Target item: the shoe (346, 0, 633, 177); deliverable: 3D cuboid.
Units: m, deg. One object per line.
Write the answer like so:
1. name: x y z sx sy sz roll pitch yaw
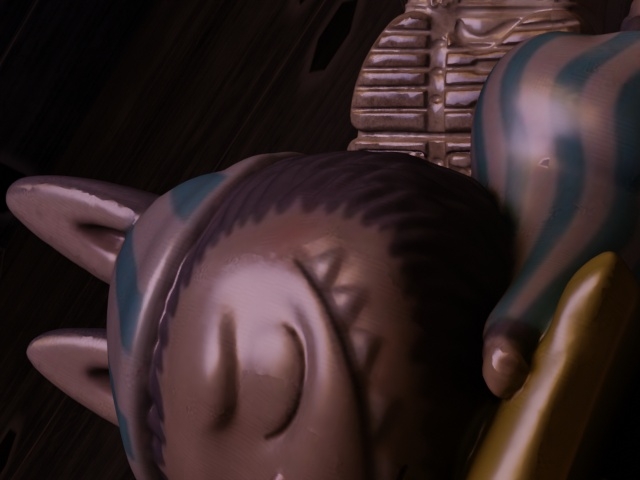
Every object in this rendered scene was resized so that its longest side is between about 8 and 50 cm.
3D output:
1. shoe: 0.145 -0.132 1.175 0.198 0.172 0.351 -13 -66 -60

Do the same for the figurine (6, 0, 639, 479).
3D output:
1. figurine: 0.000 0.000 0.954 0.266 0.377 0.361 83 -149 -63

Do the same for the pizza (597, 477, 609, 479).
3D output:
1. pizza: 0.215 0.126 0.725 0.323 0.089 0.223 -56 28 16
